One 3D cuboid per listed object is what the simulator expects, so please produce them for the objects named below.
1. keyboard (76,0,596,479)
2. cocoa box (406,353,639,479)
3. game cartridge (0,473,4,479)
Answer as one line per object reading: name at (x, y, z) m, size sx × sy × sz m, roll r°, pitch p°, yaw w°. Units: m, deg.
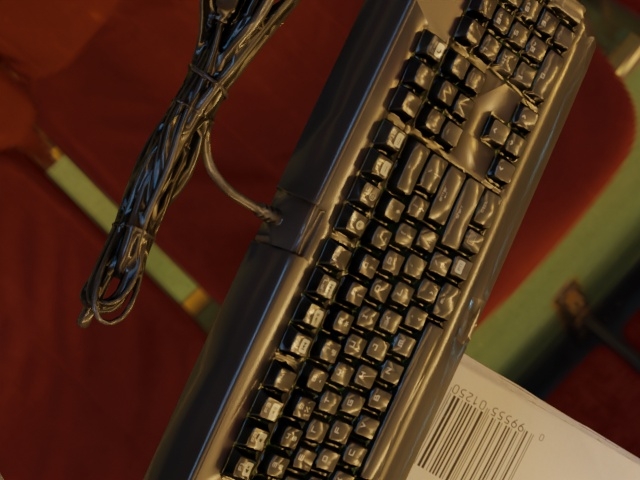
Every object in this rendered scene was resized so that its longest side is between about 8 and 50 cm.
keyboard at (0.000, 0.000, 0.519) m, size 0.201 × 0.033 × 0.317 m, roll 28°, pitch 83°, yaw -33°
cocoa box at (0.148, 0.255, 0.954) m, size 0.231 × 0.347 × 0.228 m, roll -61°, pitch -175°, yaw -9°
game cartridge at (-0.371, 0.261, 1.139) m, size 0.196 × 0.294 × 0.060 m, roll -46°, pitch 156°, yaw 6°
